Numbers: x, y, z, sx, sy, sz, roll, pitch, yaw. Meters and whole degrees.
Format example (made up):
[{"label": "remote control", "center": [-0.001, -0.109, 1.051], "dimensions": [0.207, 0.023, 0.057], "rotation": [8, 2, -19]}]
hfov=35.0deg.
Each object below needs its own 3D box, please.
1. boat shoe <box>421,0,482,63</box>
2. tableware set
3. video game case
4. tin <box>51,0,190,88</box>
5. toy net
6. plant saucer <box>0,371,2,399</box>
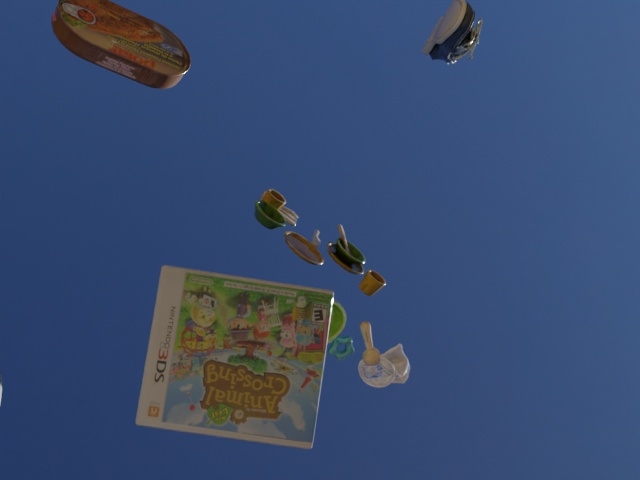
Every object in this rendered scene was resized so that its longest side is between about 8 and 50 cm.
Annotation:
[{"label": "boat shoe", "center": [0.249, -0.374, 1.859], "dimensions": [0.079, 0.254, 0.095], "rotation": [27, -99, -4]}, {"label": "tableware set", "center": [0.000, 0.000, 1.010], "dimensions": [0.154, 0.024, 0.104], "rotation": [38, -162, -8]}, {"label": "video game case", "center": [-0.101, 0.140, 1.218], "dimensions": [0.212, 0.023, 0.193], "rotation": [9, -99, -5]}, {"label": "tin", "center": [-0.263, -0.263, 1.339], "dimensions": [0.190, 0.040, 0.106], "rotation": [21, -143, -27]}, {"label": "toy net", "center": [0.046, 0.179, 1.567], "dimensions": [0.122, 0.232, 0.045], "rotation": [-53, -157, 4]}, {"label": "plant saucer", "center": [-0.466, 0.180, 0.837], "dimensions": [0.400, 0.100, 0.400], "rotation": [-18, -147, 12]}]
